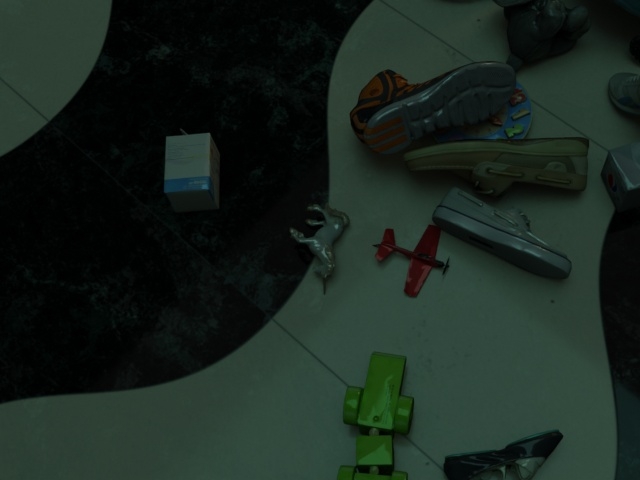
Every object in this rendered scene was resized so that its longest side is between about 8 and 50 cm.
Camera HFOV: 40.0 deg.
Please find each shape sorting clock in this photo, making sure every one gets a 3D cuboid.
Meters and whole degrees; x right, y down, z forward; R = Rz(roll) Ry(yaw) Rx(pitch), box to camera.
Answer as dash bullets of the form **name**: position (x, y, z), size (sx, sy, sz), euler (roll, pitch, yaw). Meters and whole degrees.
- **shape sorting clock**: position (0.311, -0.250, 1.724), size (0.206, 0.040, 0.206), euler (-3, 66, 6)

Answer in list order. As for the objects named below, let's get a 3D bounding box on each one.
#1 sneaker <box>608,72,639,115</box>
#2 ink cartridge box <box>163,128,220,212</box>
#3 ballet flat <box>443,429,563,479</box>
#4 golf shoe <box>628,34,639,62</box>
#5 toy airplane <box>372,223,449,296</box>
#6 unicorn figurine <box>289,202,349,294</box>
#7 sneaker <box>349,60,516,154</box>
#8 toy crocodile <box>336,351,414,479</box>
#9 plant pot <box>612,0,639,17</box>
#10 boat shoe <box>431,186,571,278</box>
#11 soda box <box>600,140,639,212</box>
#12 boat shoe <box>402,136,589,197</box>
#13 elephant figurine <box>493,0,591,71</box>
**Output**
- **sneaker**: position (0.612, -0.278, 1.630), size (0.087, 0.092, 0.229), euler (-20, 31, -7)
- **ink cartridge box**: position (-0.249, -0.140, 1.719), size (0.089, 0.092, 0.143), euler (-4, 67, 5)
- **ballet flat**: position (0.304, 0.367, 1.440), size (0.203, 0.074, 0.074), euler (-16, 65, 7)
- **golf shoe**: position (0.703, -0.381, 1.720), size (0.198, 0.077, 0.094), euler (11, 57, 5)
- **toy airplane**: position (0.167, 0.023, 1.629), size (0.151, 0.028, 0.151), euler (-3, 65, 5)
- **unicorn figurine**: position (0.000, 0.000, 1.643), size (0.111, 0.060, 0.162), euler (28, 73, 18)
- **sneaker**: position (0.201, -0.286, 1.684), size (0.321, 0.125, 0.180), euler (-20, 35, -8)
- **toy crocodile**: position (0.092, 0.349, 1.466), size (0.115, 0.105, 0.341), euler (3, 62, 9)
- **plant pot**: position (0.656, -0.591, 1.651), size (0.271, 0.255, 0.272), euler (16, 46, -17)
- **boat shoe**: position (0.337, -0.018, 1.595), size (0.267, 0.096, 0.088), euler (25, 76, 25)
- **soda box**: position (0.668, -0.146, 1.602), size (0.286, 0.098, 0.091), euler (-16, 65, 1)
- **boat shoe**: position (0.323, -0.132, 1.624), size (0.340, 0.121, 0.110), euler (-1, 97, 5)
- **elephant figurine**: position (0.420, -0.488, 1.754), size (0.185, 0.169, 0.240), euler (-18, 71, -17)
